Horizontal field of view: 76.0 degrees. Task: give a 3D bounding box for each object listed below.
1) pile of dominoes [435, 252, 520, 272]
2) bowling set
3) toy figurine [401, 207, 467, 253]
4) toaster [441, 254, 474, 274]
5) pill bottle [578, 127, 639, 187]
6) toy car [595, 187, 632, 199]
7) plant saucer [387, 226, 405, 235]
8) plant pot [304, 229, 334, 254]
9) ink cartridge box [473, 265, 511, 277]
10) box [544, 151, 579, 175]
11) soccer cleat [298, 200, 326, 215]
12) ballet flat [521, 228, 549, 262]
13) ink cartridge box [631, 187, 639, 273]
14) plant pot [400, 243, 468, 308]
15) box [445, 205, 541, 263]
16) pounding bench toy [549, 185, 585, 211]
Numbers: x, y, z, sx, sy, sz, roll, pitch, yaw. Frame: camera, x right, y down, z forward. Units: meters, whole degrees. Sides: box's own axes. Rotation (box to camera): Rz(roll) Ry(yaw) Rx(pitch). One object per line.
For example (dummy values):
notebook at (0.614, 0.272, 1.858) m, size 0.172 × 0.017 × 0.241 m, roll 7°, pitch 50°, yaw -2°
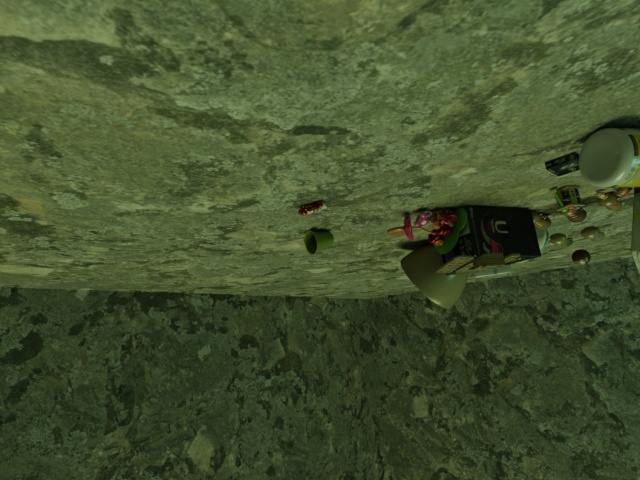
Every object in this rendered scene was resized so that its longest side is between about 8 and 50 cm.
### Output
pile of dominoes at (0.477, 0.087, 1.270) m, size 0.195 × 0.040 × 0.251 m, roll -3°, pitch 164°, yaw -2°
bowling set at (0.836, -0.027, 1.330) m, size 0.154 × 0.200 × 0.286 m, roll 10°, pitch 156°, yaw -44°
toy figurine at (0.337, -0.046, 1.265) m, size 0.159 × 0.130 × 0.173 m, roll 10°, pitch 140°, yaw -19°
toaster at (0.545, 0.033, 1.513) m, size 0.110 × 0.168 × 0.185 m, roll 3°, pitch 166°, yaw -40°
pill bottle at (0.654, -0.167, 0.830) m, size 0.214 × 0.118 × 0.117 m, roll -2°, pitch 166°, yaw -12°
toy car at (0.824, -0.135, 1.165) m, size 0.040 × 0.060 × 0.122 m, roll 26°, pitch 159°, yaw 5°
plant saucer at (0.280, -0.031, 1.463) m, size 0.083 × 0.013 × 0.083 m, roll -4°, pitch 167°, yaw -1°
plant pot at (0.000, 0.000, 1.375) m, size 0.079 × 0.084 × 0.083 m, roll -12°, pitch 172°, yaw -31°
ink cartridge box at (0.854, 0.118, 2.053) m, size 0.176 × 0.128 × 0.128 m, roll -10°, pitch 165°, yaw 21°
box at (0.579, -0.178, 0.964) m, size 0.083 × 0.018 × 0.067 m, roll 8°, pitch 162°, yaw -42°
soccer cleat at (-0.022, -0.084, 1.103) m, size 0.083 × 0.029 × 0.035 m, roll -19°, pitch 157°, yaw 30°
ballet flat at (0.778, 0.027, 1.695) m, size 0.139 × 0.139 × 0.400 m, roll -5°, pitch 167°, yaw -2°
ink cartridge box at (0.923, -0.038, 0.964) m, size 0.279 × 0.161 × 0.384 m, roll -18°, pitch -161°, yaw 46°
plant pot at (0.503, 0.114, 1.706) m, size 0.191 × 0.284 × 0.284 m, roll -50°, pitch 147°, yaw 20°
box at (0.548, -0.010, 1.329) m, size 0.270 × 0.166 × 0.143 m, roll 0°, pitch 165°, yaw -22°
pounding bench toy at (0.692, -0.116, 1.163) m, size 0.083 × 0.065 × 0.052 m, roll 0°, pitch 166°, yaw -18°
